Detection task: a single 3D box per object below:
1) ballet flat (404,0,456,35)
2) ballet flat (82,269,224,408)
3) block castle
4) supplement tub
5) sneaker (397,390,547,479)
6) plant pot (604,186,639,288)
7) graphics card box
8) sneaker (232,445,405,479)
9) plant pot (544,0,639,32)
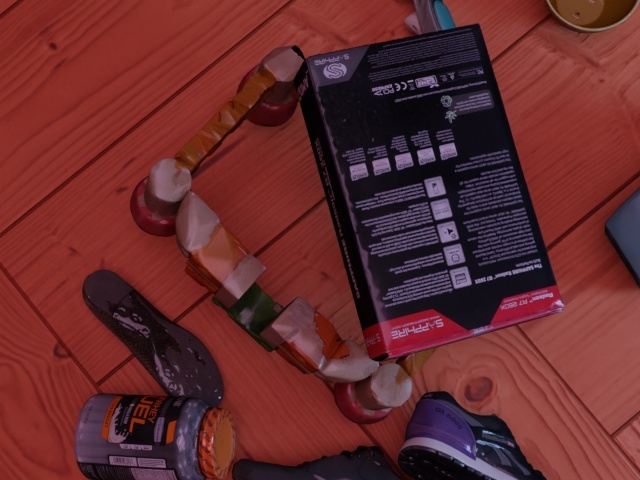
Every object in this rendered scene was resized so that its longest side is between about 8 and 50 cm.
[{"bbox_3d":[0.143,-0.331,1.680,0.068,0.072,0.213,-19,82,27],"label":"ballet flat"},{"bbox_3d":[-0.230,0.138,1.641,0.250,0.058,0.084,43,65,0],"label":"ballet flat"},{"bbox_3d":[0.000,0.000,1.573,0.453,0.213,0.303,43,75,-1],"label":"block castle"},{"bbox_3d":[-0.214,0.261,1.572,0.190,0.117,0.117,0,84,15],"label":"supplement tub"},{"bbox_3d":[0.243,0.293,1.582,0.283,0.107,0.124,33,49,-13],"label":"sneaker"},{"bbox_3d":[0.502,-0.032,1.580,0.234,0.165,0.165,-32,78,8],"label":"plant pot"},{"bbox_3d":[0.126,-0.060,1.451,0.233,0.094,0.371,-14,83,-13],"label":"graphics card box"},{"bbox_3d":[0.025,0.326,1.594,0.286,0.109,0.130,17,78,-5],"label":"sneaker"},{"bbox_3d":[0.366,-0.340,1.651,0.134,0.095,0.134,0,84,2],"label":"plant pot"}]
